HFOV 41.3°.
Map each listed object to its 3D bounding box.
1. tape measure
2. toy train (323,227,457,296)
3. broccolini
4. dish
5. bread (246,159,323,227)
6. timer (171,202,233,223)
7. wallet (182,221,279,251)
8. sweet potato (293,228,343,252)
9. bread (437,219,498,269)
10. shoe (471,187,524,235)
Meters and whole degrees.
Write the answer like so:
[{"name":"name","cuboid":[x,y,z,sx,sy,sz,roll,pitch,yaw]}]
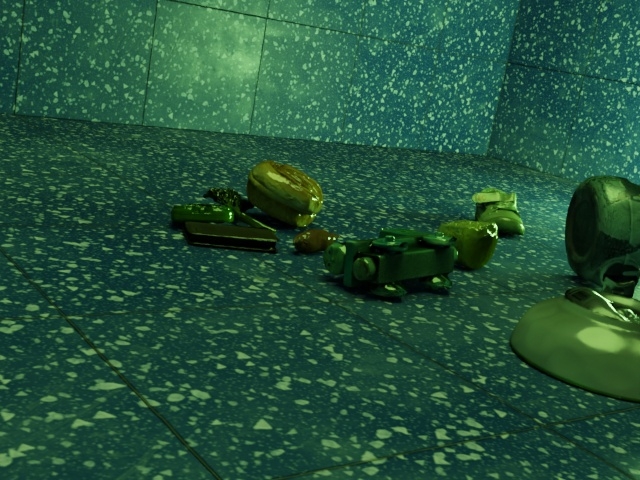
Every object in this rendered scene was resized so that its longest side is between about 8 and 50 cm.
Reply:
[{"name":"tape measure","cuboid":[0.688,-0.017,2.026,0.147,0.275,0.256,4,9,-6]},{"name":"toy train","cuboid":[0.143,0.037,1.726,0.194,0.120,0.298,12,11,42]},{"name":"broccolini","cuboid":[-0.171,-0.062,2.059,0.123,0.062,0.271,-6,27,-36]},{"name":"dish","cuboid":[0.499,0.155,1.455,0.324,0.124,0.324,9,14,-2]},{"name":"bread","cuboid":[-0.088,-0.121,2.106,0.198,0.120,0.236,28,10,-2]},{"name":"timer","cuboid":[-0.264,-0.061,1.912,0.140,0.047,0.128,2,2,-6]},{"name":"wallet","cuboid":[-0.193,-0.009,1.832,0.198,0.031,0.110,5,15,-17]},{"name":"sweet potato","cuboid":[0.000,0.000,1.903,0.056,0.056,0.195,17,10,28]},{"name":"bread","cuboid":[0.348,0.006,2.004,0.129,0.111,0.114,-4,15,-40]},{"name":"shoe","cuboid":[0.520,-0.085,2.530,0.140,0.128,0.262,-4,11,1]}]
